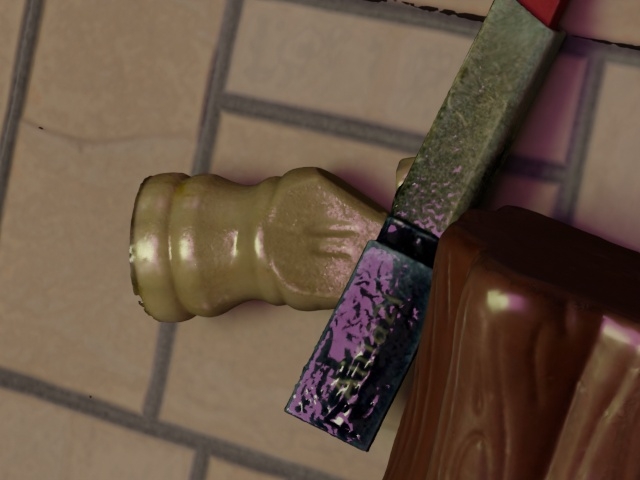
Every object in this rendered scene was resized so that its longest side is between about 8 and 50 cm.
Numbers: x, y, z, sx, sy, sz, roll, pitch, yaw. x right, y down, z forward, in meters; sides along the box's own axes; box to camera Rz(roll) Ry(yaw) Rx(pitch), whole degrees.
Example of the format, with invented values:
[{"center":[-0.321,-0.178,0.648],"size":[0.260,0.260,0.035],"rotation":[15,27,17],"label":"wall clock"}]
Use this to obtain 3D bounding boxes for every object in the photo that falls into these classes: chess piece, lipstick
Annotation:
[{"center":[0.000,0.000,0.970],"size":[0.200,0.090,0.090],"rotation":[-3,88,15],"label":"chess piece"},{"center":[0.073,-0.038,0.908],"size":[0.051,0.051,0.312],"rotation":[26,87,7],"label":"lipstick"}]

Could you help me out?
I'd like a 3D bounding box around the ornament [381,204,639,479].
[{"center":[0.120,0.117,0.841],"size":[0.221,0.235,0.217],"rotation":[33,108,49],"label":"ornament"}]
